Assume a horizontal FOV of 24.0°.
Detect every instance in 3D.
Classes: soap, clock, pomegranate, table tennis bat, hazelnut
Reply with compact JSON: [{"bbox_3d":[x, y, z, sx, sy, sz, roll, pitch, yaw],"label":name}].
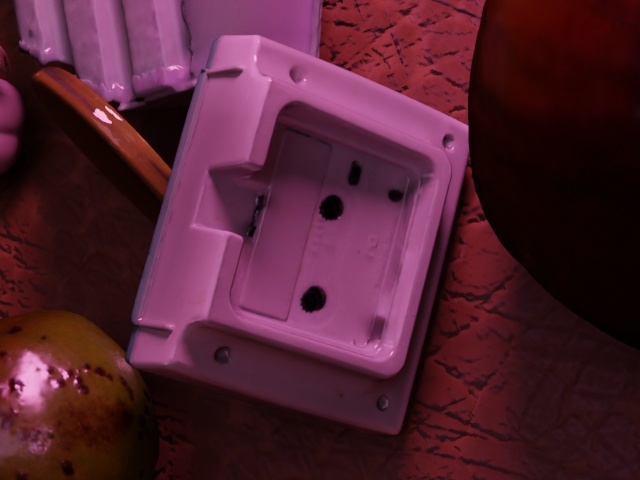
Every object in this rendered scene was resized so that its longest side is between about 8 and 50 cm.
[{"bbox_3d":[-0.147,-0.325,1.249,0.261,0.156,0.446,-15,84,40],"label":"soap"},{"bbox_3d":[0.000,0.000,1.133,0.116,0.231,0.262,2,75,60],"label":"clock"},{"bbox_3d":[-0.222,0.200,1.185,0.231,0.231,0.286,-29,81,11],"label":"pomegranate"},{"bbox_3d":[-0.120,-0.019,1.223,0.321,0.198,0.050,45,78,2],"label":"table tennis bat"},{"bbox_3d":[0.280,-0.132,0.990,0.402,0.402,0.429,35,98,24],"label":"hazelnut"}]

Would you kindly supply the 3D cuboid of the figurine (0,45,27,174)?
[{"bbox_3d":[-0.343,-0.097,1.354,0.229,0.112,0.137,-21,62,28],"label":"figurine"}]
